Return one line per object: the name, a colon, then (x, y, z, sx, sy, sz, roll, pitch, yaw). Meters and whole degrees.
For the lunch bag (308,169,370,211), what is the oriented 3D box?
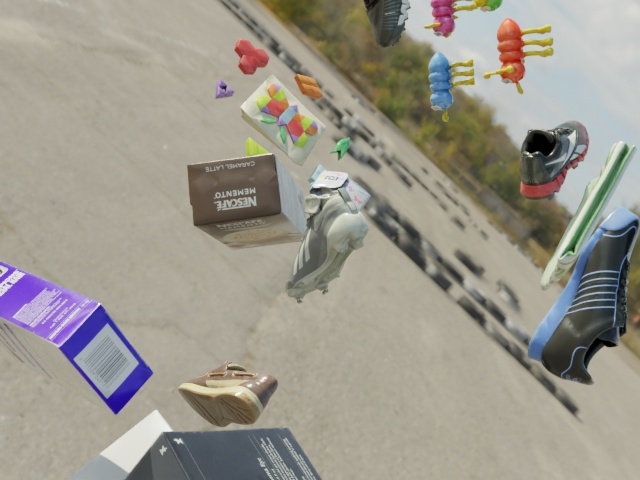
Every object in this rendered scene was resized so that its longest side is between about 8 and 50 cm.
lunch bag: (0.027, -0.069, 1.441, 0.083, 0.053, 0.071, 38, 28, 1)

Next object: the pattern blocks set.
pattern blocks set: (-0.077, -0.259, 2.022, 0.325, 0.026, 0.285, 32, 54, -19)

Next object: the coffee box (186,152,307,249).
coffee box: (-0.111, -0.056, 1.529, 0.246, 0.141, 0.098, 44, 38, -77)

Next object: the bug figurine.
bug figurine: (0.221, -0.300, 1.392, 0.072, 0.216, 0.279, -5, -3, -24)

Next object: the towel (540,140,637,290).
towel: (0.472, -0.037, 1.717, 0.038, 0.247, 0.325, 28, -5, 10)

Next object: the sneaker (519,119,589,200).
sneaker: (0.520, -0.209, 2.116, 0.098, 0.276, 0.135, 6, -52, 38)

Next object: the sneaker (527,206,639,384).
sneaker: (0.357, 0.073, 1.203, 0.090, 0.232, 0.081, 30, -2, 29)

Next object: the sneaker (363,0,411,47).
sneaker: (0.070, -0.394, 1.383, 0.106, 0.234, 0.078, 3, -8, -24)

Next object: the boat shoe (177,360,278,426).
boat shoe: (-0.208, 0.343, 2.182, 0.123, 0.123, 0.342, 52, -30, -14)

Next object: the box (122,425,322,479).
box: (-0.122, 0.498, 1.590, 0.313, 0.179, 0.343, 13, 32, -49)

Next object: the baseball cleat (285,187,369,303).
baseball cleat: (0.000, 0.000, 1.329, 0.072, 0.206, 0.109, -6, 63, -37)

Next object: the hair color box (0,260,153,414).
hair color box: (-0.462, 0.163, 1.656, 0.339, 0.110, 0.185, 14, -37, 41)

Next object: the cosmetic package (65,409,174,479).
cosmetic package: (-0.326, 0.486, 1.808, 0.138, 0.224, 0.224, 39, -18, 46)
